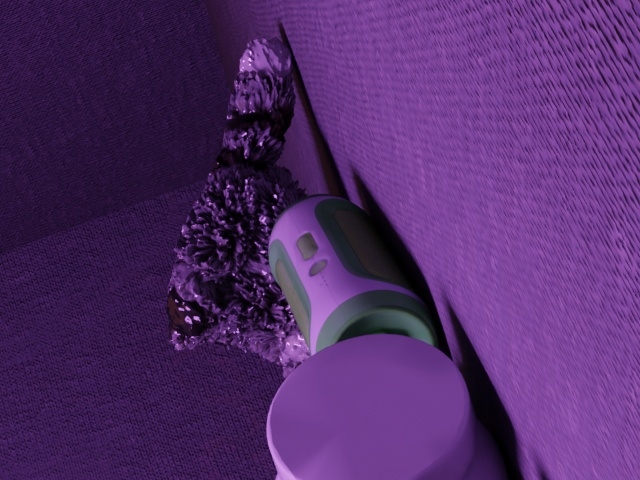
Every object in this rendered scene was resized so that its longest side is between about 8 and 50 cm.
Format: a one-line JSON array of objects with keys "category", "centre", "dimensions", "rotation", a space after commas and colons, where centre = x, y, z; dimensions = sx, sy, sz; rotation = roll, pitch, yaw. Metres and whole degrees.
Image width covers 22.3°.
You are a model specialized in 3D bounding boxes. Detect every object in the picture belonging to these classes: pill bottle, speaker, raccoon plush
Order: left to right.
[{"category": "raccoon plush", "centre": [0.000, 0.000, 1.913], "dimensions": [0.216, 0.299, 0.446], "rotation": [-24, -54, -79]}, {"category": "speaker", "centre": [0.028, 0.054, 1.635], "dimensions": [0.296, 0.131, 0.131], "rotation": [-119, 9, -65]}, {"category": "pill bottle", "centre": [0.074, 0.266, 1.452], "dimensions": [0.210, 0.210, 0.363], "rotation": [-114, 5, -46]}]
